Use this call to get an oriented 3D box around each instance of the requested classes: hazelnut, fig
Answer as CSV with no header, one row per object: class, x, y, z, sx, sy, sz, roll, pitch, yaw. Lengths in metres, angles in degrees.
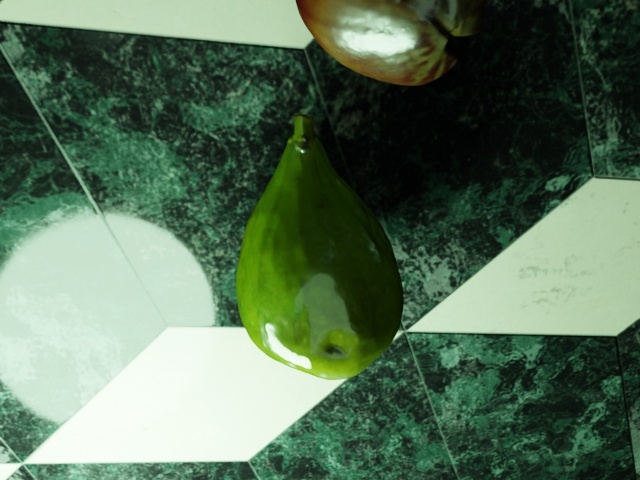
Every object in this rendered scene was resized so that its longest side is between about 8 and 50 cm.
hazelnut,0.088,-0.288,0.821,0.217,0.217,0.251,17,123,-20
fig,0.015,0.015,1.016,0.233,0.233,0.313,16,98,-19
